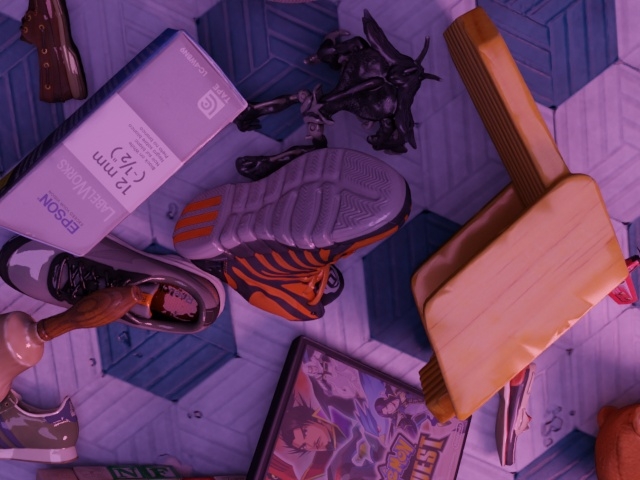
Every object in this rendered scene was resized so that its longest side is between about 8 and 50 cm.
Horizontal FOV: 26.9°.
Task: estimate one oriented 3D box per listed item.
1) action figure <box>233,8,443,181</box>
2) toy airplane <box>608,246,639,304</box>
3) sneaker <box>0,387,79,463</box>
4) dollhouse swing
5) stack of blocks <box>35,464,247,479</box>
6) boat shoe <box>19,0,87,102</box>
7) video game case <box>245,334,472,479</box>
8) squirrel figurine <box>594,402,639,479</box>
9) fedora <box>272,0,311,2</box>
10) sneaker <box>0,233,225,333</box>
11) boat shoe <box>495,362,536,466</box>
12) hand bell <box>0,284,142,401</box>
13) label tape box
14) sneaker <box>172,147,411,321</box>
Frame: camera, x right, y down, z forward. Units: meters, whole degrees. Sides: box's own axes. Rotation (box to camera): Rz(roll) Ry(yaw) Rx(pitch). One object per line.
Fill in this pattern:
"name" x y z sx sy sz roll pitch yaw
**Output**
"action figure" 0.029 -0.160 1.512 0.275 0.141 0.164 -19 94 29
"toy airplane" 0.331 0.051 1.632 0.151 0.028 0.151 -12 144 -9
"sneaker" -0.387 0.219 1.617 0.192 0.064 0.086 4 94 -6
"dollhouse swing" 0.145 -0.033 1.468 0.315 0.347 0.305 -42 93 5
"stack of blocks" -0.179 0.340 1.599 0.297 0.171 0.087 2 103 -24
"boat shoe" -0.314 -0.241 1.522 0.060 0.064 0.178 -13 105 -4
"video game case" 0.040 0.284 1.591 0.248 0.035 0.275 26 63 -14
"squirrel figurine" 0.530 0.230 1.627 0.370 0.281 0.397 14 86 3
"fedora" -0.042 -0.388 1.481 0.275 0.124 0.244 30 95 1
"sneaker" -0.244 0.047 1.567 0.271 0.108 0.100 12 101 -6
"boat shoe" 0.244 0.217 1.676 0.043 0.049 0.137 2 97 -8
"hand bell" -0.303 0.098 1.520 0.242 0.126 0.126 -21 104 23
"label tape box" -0.249 -0.078 1.455 0.347 0.249 0.115 -44 103 0
"sneaker" 0.000 0.000 1.520 0.180 0.321 0.125 41 55 -38
